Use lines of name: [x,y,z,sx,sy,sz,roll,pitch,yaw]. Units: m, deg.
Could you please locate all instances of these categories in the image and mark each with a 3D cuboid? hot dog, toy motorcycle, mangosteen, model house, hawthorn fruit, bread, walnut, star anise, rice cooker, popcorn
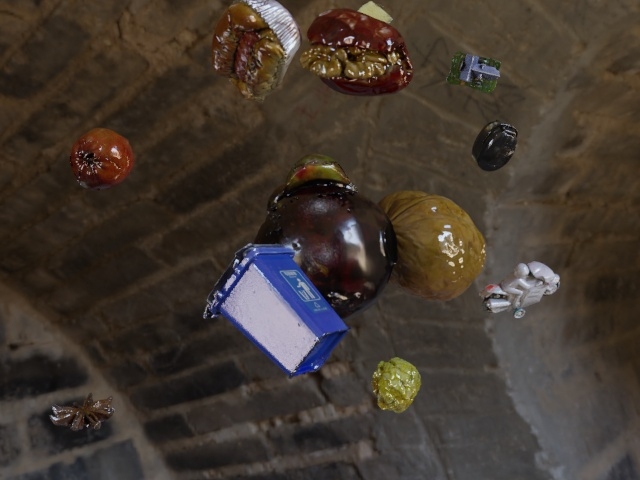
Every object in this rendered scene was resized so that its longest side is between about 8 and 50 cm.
hot dog: [-0.114,-0.312,1.184,0.075,0.144,0.268,-46,5,-17]
toy motorcycle: [0.619,0.137,2.229,0.260,0.110,0.171,-16,-52,-4]
mangosteen: [0.018,0.005,1.845,0.380,0.422,0.381,9,-20,3]
model house: [0.514,-0.557,2.393,0.167,0.117,0.088,17,16,2]
hawthorn fruit: [-0.512,-0.195,1.720,0.148,0.148,0.172,-17,6,15]
bread: [0.164,-0.697,2.243,0.084,0.109,0.080,-41,5,3]
walnut: [0.315,0.010,2.192,0.354,0.308,0.397,31,9,42]
star anise: [-0.494,0.364,1.505,0.141,0.042,0.141,-1,12,0]
walnut: [0.093,-0.474,1.849,0.269,0.222,0.244,15,29,30]
rice cooker: [0.553,-0.302,2.295,0.112,0.106,0.165,12,-63,-24]
popcorn: [0.158,0.309,1.551,0.116,0.106,0.120,-52,-18,4]

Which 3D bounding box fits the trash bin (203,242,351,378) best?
trash bin: [-0.081,0.137,1.340,0.184,0.234,0.162,-53,-22,19]
